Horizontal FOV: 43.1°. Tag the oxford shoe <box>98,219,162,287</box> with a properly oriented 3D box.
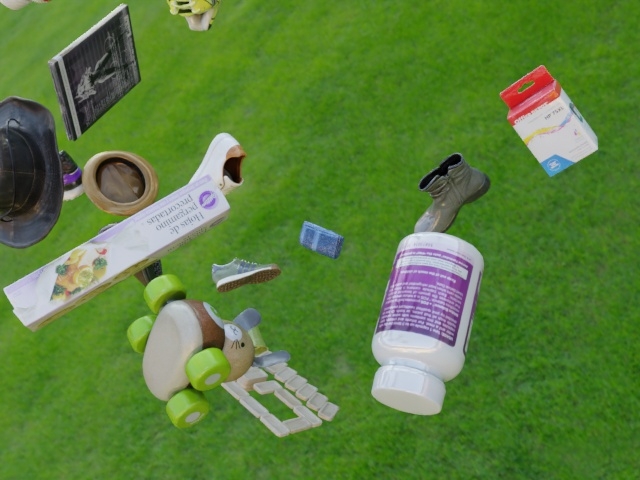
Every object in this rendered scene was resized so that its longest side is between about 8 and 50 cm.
[{"bbox_3d":[-0.427,0.036,1.834,0.096,0.227,0.083,-7,46,17],"label":"oxford shoe"}]

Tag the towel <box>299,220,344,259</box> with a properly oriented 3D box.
[{"bbox_3d":[0.000,0.000,2.052,0.119,0.029,0.067,22,105,29],"label":"towel"}]

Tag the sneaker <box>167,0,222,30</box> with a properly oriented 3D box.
[{"bbox_3d":[-0.272,-0.552,1.684,0.145,0.384,0.147,1,87,11],"label":"sneaker"}]

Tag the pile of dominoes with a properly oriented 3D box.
[{"bbox_3d":[-0.095,0.298,1.558,0.251,0.196,0.040,33,112,37],"label":"pile of dominoes"}]

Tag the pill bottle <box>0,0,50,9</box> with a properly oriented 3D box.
[{"bbox_3d":[-0.458,-0.458,1.347,0.180,0.108,0.108,-22,38,21],"label":"pill bottle"}]

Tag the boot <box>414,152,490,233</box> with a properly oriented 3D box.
[{"bbox_3d":[0.286,-0.110,1.989,0.246,0.161,0.083,-45,47,22],"label":"boot"}]

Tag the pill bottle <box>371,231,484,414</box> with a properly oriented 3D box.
[{"bbox_3d":[0.187,0.150,1.462,0.169,0.169,0.301,-4,56,37],"label":"pill bottle"}]

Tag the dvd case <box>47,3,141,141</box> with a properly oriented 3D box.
[{"bbox_3d":[-0.404,-0.306,1.475,0.018,0.164,0.221,17,47,16],"label":"dvd case"}]

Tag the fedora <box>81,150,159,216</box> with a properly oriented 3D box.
[{"bbox_3d":[-0.491,-0.129,1.989,0.194,0.194,0.079,-65,3,-34],"label":"fedora"}]

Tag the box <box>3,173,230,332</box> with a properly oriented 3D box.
[{"bbox_3d":[-0.280,0.016,1.142,0.324,0.063,0.067,-31,-6,-15],"label":"box"}]

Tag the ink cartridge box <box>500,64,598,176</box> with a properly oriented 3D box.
[{"bbox_3d":[0.544,-0.286,1.945,0.134,0.231,0.078,-34,13,31],"label":"ink cartridge box"}]

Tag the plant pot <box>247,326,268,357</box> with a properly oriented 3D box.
[{"bbox_3d":[-0.170,0.228,1.907,0.083,0.083,0.079,-22,64,19],"label":"plant pot"}]

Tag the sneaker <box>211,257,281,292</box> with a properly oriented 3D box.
[{"bbox_3d":[-0.210,0.077,2.232,0.192,0.064,0.086,-15,57,-25],"label":"sneaker"}]

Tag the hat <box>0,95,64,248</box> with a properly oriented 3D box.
[{"bbox_3d":[-0.636,-0.131,1.561,0.331,0.134,0.331,3,95,40],"label":"hat"}]

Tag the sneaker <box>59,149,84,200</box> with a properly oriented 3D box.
[{"bbox_3d":[-0.713,-0.183,2.014,0.293,0.146,0.102,1,39,27],"label":"sneaker"}]

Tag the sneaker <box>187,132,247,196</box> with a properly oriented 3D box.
[{"bbox_3d":[-0.297,-0.152,2.306,0.123,0.106,0.290,42,120,30],"label":"sneaker"}]

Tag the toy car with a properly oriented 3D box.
[{"bbox_3d":[-0.131,0.135,1.071,0.155,0.188,0.149,53,130,31],"label":"toy car"}]
